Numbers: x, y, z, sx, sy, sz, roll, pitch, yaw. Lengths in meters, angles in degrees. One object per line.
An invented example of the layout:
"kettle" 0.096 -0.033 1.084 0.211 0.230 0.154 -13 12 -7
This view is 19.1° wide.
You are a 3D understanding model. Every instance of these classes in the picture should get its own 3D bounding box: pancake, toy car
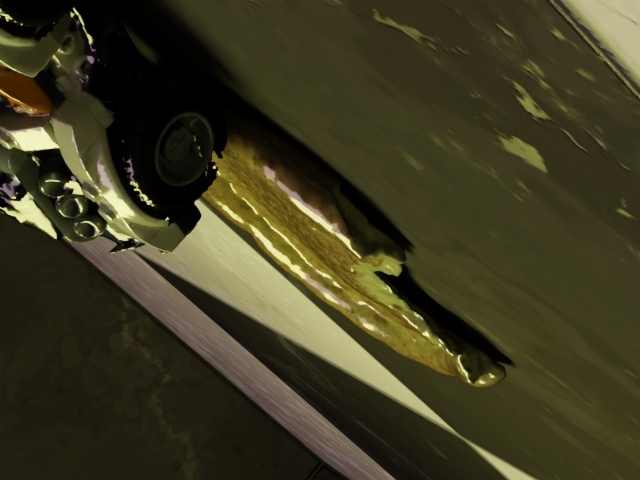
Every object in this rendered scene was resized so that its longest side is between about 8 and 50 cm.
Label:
"pancake" 0.000 0.000 1.182 0.286 0.033 0.288 40 172 1
"toy car" -0.166 -0.100 1.017 0.193 0.118 0.301 24 155 40
